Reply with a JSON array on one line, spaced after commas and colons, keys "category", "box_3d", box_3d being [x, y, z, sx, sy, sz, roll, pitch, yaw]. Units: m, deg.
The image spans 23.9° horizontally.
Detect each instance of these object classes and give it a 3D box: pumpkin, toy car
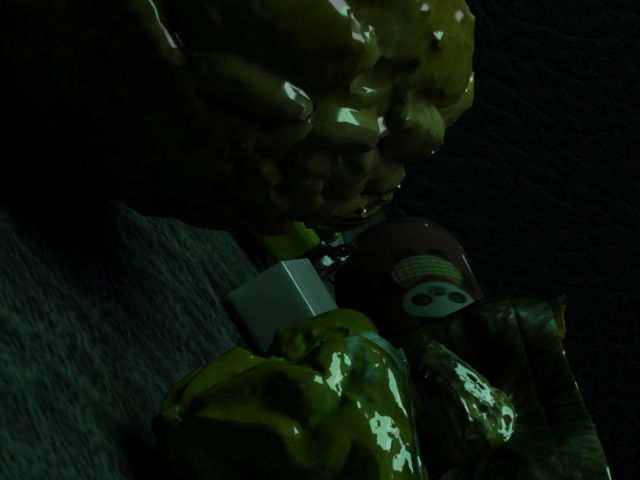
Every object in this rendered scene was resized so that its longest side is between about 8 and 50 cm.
[{"category": "pumpkin", "box_3d": [0.116, 0.159, 0.969, 0.317, 0.139, 0.222, -91, 165, -56]}, {"category": "toy car", "box_3d": [-0.016, -0.070, 1.331, 0.200, 0.142, 0.248, 58, 7, -2]}]

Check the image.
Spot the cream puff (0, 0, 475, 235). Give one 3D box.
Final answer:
[{"category": "cream puff", "box_3d": [-0.076, -0.145, 0.785, 0.327, 0.231, 0.343, 56, 9, 23]}]

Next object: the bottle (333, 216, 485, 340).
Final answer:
[{"category": "bottle", "box_3d": [0.113, 0.114, 1.430, 0.144, 0.144, 0.336, 54, 7, -31]}]

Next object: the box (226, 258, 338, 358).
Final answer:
[{"category": "box", "box_3d": [-0.004, 0.080, 1.073, 0.130, 0.051, 0.129, 58, 6, 4]}]

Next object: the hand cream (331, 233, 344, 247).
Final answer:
[{"category": "hand cream", "box_3d": [0.000, 0.000, 1.577, 0.078, 0.050, 0.205, 53, 1, 8]}]

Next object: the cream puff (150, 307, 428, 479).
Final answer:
[{"category": "cream puff", "box_3d": [-0.010, 0.105, 0.674, 0.146, 0.116, 0.146, -7, 90, -88]}]
